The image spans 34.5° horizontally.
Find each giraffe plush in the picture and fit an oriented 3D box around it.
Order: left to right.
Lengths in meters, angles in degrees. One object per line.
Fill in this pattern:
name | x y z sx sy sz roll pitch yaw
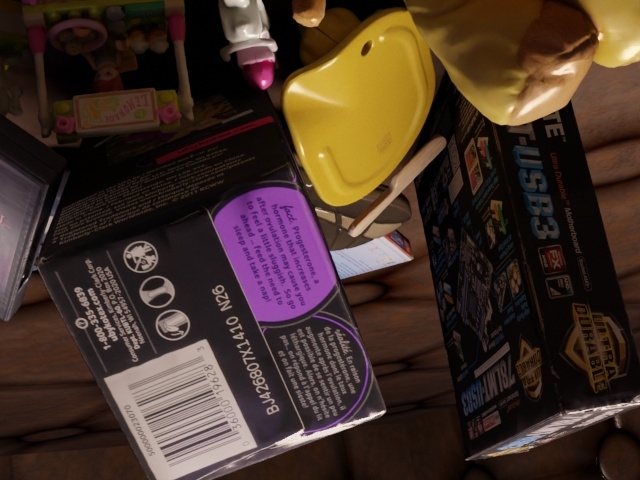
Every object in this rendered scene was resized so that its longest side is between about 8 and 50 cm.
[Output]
giraffe plush | 0.075 -0.181 0.453 0.210 0.181 0.170 22 156 12

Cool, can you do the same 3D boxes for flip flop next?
flip flop | -0.038 -0.061 0.874 0.277 0.080 0.112 18 148 -27

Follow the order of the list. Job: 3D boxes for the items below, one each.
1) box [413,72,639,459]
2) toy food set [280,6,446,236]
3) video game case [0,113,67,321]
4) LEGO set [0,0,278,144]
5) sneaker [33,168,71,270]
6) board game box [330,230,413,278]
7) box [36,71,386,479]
box | 0.150 0.016 0.844 0.073 0.293 0.295 -9 163 -6
toy food set | 0.018 -0.097 0.749 0.128 0.071 0.218 -48 155 -10
video game case | -0.267 -0.045 0.661 0.196 0.026 0.274 35 153 -6
LEGO set | -0.168 -0.088 0.635 0.287 0.107 0.132 -14 163 12
sneaker | -0.302 0.034 0.911 0.319 0.131 0.112 -20 161 29
board game box | 0.000 0.000 1.160 0.145 0.027 0.281 -17 162 15
box | -0.069 0.008 0.665 0.143 0.165 0.270 -21 -160 1
